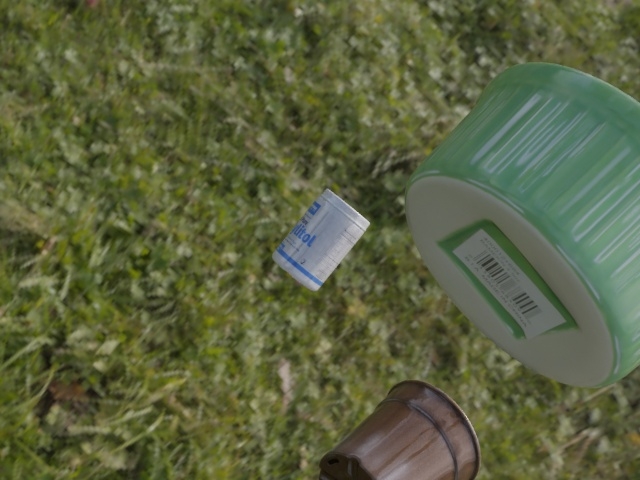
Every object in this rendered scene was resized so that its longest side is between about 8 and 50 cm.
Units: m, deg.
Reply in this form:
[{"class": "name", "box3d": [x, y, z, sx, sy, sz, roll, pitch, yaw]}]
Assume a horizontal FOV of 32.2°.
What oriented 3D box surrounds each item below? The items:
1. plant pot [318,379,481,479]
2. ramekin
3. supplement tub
[{"class": "plant pot", "box3d": [0.097, 0.295, 1.462, 0.165, 0.167, 0.167, -29, 80, -38]}, {"class": "ramekin", "box3d": [0.222, -0.003, 1.054, 0.148, 0.303, 0.303, -41, 88, -18]}, {"class": "supplement tub", "box3d": [0.000, 0.000, 1.316, 0.071, 0.107, 0.071, 38, 1, -1]}]
